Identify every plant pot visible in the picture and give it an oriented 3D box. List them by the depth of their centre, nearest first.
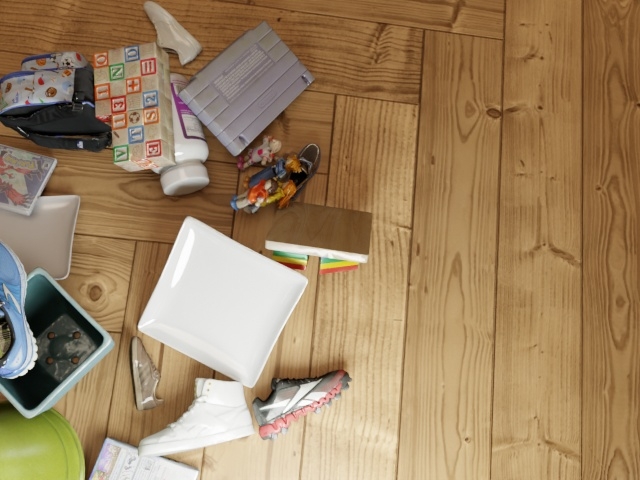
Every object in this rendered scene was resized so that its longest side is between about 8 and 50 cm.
[{"bbox_3d":[-0.763,0.525,1.484,0.366,0.353,0.366,-1,74,3],"label":"plant pot"},{"bbox_3d":[-0.652,0.250,1.635,0.247,0.252,0.248,44,76,4],"label":"plant pot"}]

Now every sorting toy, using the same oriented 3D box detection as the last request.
[{"bbox_3d":[0.000,0.000,1.783,0.255,0.257,0.089,8,117,3],"label":"sorting toy"}]

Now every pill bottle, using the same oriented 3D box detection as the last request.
[{"bbox_3d":[-0.398,-0.281,1.826,0.169,0.169,0.301,-15,79,-9],"label":"pill bottle"}]

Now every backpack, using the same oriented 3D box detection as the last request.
[{"bbox_3d":[-0.697,-0.366,1.777,0.263,0.276,0.213,-10,74,-1],"label":"backpack"}]

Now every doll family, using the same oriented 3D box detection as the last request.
[{"bbox_3d":[-0.133,-0.165,1.831,0.163,0.118,0.263,-22,43,23],"label":"doll family"}]

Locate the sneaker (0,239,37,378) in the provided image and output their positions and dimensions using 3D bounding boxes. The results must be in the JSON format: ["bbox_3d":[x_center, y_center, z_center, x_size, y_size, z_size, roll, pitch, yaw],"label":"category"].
[{"bbox_3d":[-0.700,0.129,1.454,0.130,0.147,0.330,-20,79,-10],"label":"sneaker"}]

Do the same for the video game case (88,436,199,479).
[{"bbox_3d":[-0.459,0.653,1.662,0.244,0.061,0.269,21,76,-1],"label":"video game case"}]

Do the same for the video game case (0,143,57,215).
[{"bbox_3d":[-0.833,-0.169,1.803,0.201,0.023,0.183,15,59,-2],"label":"video game case"}]

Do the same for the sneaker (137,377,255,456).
[{"bbox_3d":[-0.319,0.432,1.690,0.292,0.108,0.169,-6,74,-29],"label":"sneaker"}]

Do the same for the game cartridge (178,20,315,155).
[{"bbox_3d":[-0.198,-0.424,1.865,0.230,0.068,0.355,45,60,-9],"label":"game cartridge"}]

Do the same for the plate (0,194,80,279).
[{"bbox_3d":[-0.769,0.002,1.745,0.277,0.045,0.278,-2,52,-6],"label":"plate"}]

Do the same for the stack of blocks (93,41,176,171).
[{"bbox_3d":[-0.469,-0.331,1.715,0.171,0.087,0.297,-8,81,11],"label":"stack of blocks"}]

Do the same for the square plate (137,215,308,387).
[{"bbox_3d":[-0.252,0.158,1.739,0.344,0.049,0.347,27,107,0],"label":"square plate"}]

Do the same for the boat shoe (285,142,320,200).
[{"bbox_3d":[-0.047,-0.196,1.894,0.066,0.066,0.183,25,77,-1],"label":"boat shoe"}]

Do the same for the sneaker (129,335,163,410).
[{"bbox_3d":[-0.447,0.337,1.743,0.071,0.066,0.188,-4,83,-24],"label":"sneaker"}]

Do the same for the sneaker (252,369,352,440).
[{"bbox_3d":[-0.055,0.392,1.743,0.276,0.097,0.135,-29,84,-10],"label":"sneaker"}]

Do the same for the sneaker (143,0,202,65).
[{"bbox_3d":[-0.443,-0.592,1.944,0.212,0.080,0.094,43,88,3],"label":"sneaker"}]
